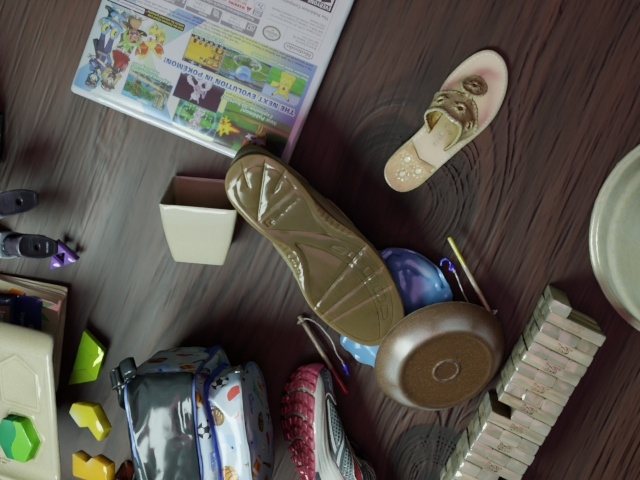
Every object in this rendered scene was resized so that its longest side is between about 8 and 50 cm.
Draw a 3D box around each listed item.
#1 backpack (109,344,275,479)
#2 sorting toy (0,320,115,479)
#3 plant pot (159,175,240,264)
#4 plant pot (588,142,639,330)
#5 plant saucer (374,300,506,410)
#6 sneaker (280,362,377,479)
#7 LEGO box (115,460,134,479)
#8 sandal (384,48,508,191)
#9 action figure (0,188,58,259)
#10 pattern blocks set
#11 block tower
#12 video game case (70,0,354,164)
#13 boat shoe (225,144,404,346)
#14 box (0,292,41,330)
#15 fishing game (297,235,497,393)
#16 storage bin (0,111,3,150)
[{"bbox_3d":[-0.174,0.265,1.720,0.213,0.263,0.277,-2,101,-1],"label":"backpack"},{"bbox_3d":[-0.414,0.233,1.684,0.307,0.041,0.229,9,105,30],"label":"sorting toy"},{"bbox_3d":[-0.168,-0.025,1.742,0.109,0.109,0.096,5,116,2],"label":"plant pot"},{"bbox_3d":[0.543,0.025,1.599,0.333,0.305,0.334,1,102,3],"label":"plant pot"},{"bbox_3d":[0.177,0.177,1.750,0.198,0.036,0.199,-7,126,-10],"label":"plant saucer"},{"bbox_3d":[0.019,0.322,1.806,0.112,0.121,0.299,-16,101,-23],"label":"sneaker"},{"bbox_3d":[-0.272,0.652,1.842,0.372,0.193,0.500,31,102,-3],"label":"LEGO box"},{"bbox_3d":[0.179,-0.159,1.698,0.088,0.079,0.240,40,101,-5],"label":"sandal"},{"bbox_3d":[-0.515,-0.015,1.739,0.285,0.099,0.185,-1,103,32],"label":"action figure"},{"bbox_3d":[-0.458,0.138,1.826,0.285,0.026,0.325,25,104,3],"label":"pattern blocks set"},{"bbox_3d":[0.293,0.237,1.771,0.097,0.091,0.336,25,103,-3],"label":"block tower"},{"bbox_3d":[-0.149,-0.287,1.715,0.329,0.036,0.300,22,103,-2],"label":"video game case"},{"bbox_3d":[0.000,0.000,1.717,0.121,0.110,0.341,-35,105,10],"label":"boat shoe"},{"bbox_3d":[-0.525,0.140,1.805,0.225,0.036,0.137,4,102,7],"label":"box"},{"bbox_3d":[0.106,0.101,1.781,0.264,0.041,0.189,-32,92,13],"label":"fishing game"},{"bbox_3d":[-0.525,-0.137,1.697,0.122,0.180,0.084,7,103,2],"label":"storage bin"}]
